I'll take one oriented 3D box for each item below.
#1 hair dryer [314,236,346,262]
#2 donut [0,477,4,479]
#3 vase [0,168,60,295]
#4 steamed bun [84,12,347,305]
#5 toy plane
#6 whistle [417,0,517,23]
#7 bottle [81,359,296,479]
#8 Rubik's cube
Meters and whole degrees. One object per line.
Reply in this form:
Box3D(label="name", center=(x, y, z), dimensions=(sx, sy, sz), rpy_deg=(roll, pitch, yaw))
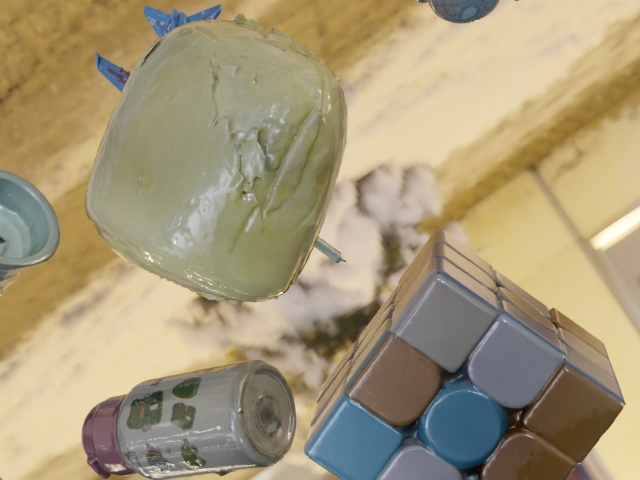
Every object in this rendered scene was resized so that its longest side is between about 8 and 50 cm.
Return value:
Box3D(label="hair dryer", center=(0.000, 0.000, 2.252), dimensions=(0.124, 0.038, 0.063), rpy_deg=(36, 104, -31))
Box3D(label="donut", center=(-0.478, 0.349, 1.717), dimensions=(0.303, 0.303, 0.110), rpy_deg=(-23, 169, -40))
Box3D(label="vase", center=(-0.437, 0.056, 1.802), dimensions=(0.143, 0.143, 0.299), rpy_deg=(-21, 160, -46))
Box3D(label="steamed bun", center=(-0.102, -0.082, 1.284), dimensions=(0.166, 0.273, 0.232), rpy_deg=(12, 103, -31))
Box3D(label="toy plane", center=(-0.214, -0.222, 2.225), dimensions=(0.254, 0.271, 0.105), rpy_deg=(1, 174, 11))
Box3D(label="whistle", center=(0.244, -0.364, 2.106), dimensions=(0.220, 0.057, 0.107), rpy_deg=(-8, 140, 10))
Box3D(label="bottle", center=(-0.158, 0.206, 1.664), dimensions=(0.253, 0.120, 0.120), rpy_deg=(-12, -178, 34))
Box3D(label="Rubik's cube", center=(0.214, 0.235, 2.254), dimensions=(0.347, 0.344, 0.347), rpy_deg=(-54, -177, 10))
